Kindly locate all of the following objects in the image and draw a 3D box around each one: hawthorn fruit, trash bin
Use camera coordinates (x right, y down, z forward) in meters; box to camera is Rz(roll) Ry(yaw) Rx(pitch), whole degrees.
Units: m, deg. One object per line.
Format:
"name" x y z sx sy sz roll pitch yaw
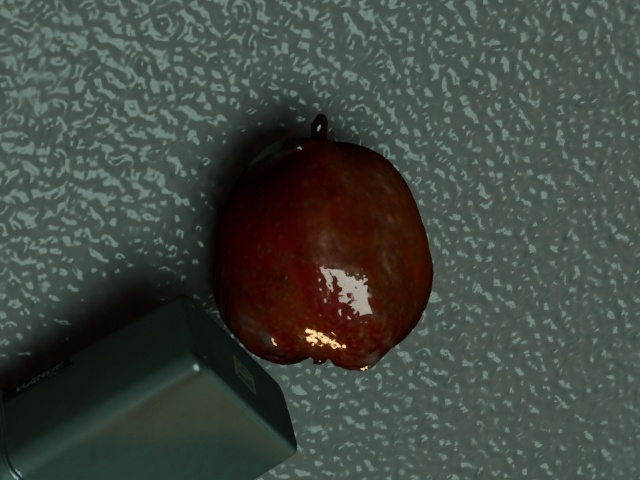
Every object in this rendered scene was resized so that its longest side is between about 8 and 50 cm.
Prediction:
"hawthorn fruit" 0.000 0.000 1.545 0.185 0.185 0.202 -7 98 -19
"trash bin" -0.158 0.163 1.539 0.236 0.101 0.177 -31 131 13
